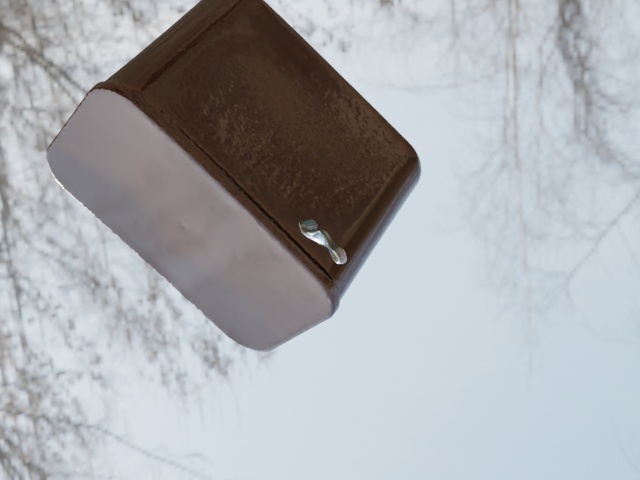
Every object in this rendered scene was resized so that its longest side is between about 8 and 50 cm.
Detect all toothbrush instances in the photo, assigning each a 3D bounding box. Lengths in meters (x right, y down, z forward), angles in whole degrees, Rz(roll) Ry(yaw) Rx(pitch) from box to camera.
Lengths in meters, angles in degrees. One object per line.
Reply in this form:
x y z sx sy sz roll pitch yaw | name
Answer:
0.000 0.000 0.994 0.017 0.014 0.162 -17 -167 -6 | toothbrush

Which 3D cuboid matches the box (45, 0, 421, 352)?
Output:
-0.088 -0.082 1.370 0.229 0.339 0.239 -51 -171 -34 | box
